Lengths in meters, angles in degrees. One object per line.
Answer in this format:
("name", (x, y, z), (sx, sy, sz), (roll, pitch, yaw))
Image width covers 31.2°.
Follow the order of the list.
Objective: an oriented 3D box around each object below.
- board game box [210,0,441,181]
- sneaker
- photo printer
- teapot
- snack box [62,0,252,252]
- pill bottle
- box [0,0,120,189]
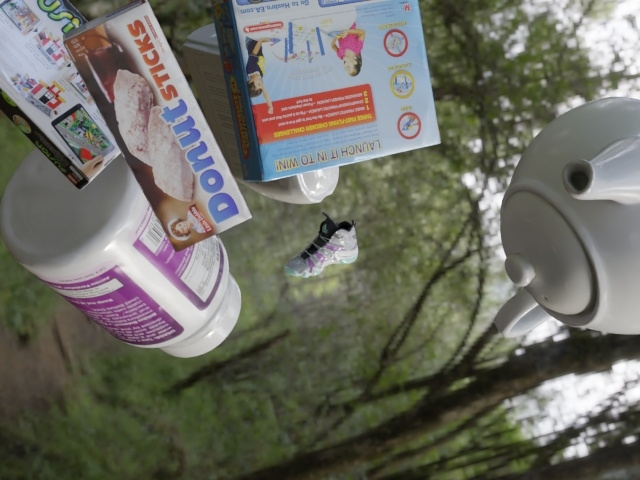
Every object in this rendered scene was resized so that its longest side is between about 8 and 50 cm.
("board game box", (0.009, -0.264, 1.721), (0.086, 0.308, 0.301), (8, -70, 65))
("sneaker", (0.000, 0.000, 1.326), (0.038, 0.098, 0.069), (32, -48, 44))
("photo printer", (-0.096, -0.208, 1.965), (0.256, 0.107, 0.307), (20, -43, 46))
("teapot", (0.260, -0.004, 1.117), (0.252, 0.187, 0.256), (27, -39, 63))
("snack box", (-0.114, -0.079, 0.819), (0.022, 0.064, 0.178), (-119, -177, -63))
("pill bottle", (-0.204, 0.018, 1.265), (0.301, 0.169, 0.169), (53, 13, -55))
("box", (-0.253, -0.160, 1.059), (0.207, 0.114, 0.036), (48, -29, -11))
